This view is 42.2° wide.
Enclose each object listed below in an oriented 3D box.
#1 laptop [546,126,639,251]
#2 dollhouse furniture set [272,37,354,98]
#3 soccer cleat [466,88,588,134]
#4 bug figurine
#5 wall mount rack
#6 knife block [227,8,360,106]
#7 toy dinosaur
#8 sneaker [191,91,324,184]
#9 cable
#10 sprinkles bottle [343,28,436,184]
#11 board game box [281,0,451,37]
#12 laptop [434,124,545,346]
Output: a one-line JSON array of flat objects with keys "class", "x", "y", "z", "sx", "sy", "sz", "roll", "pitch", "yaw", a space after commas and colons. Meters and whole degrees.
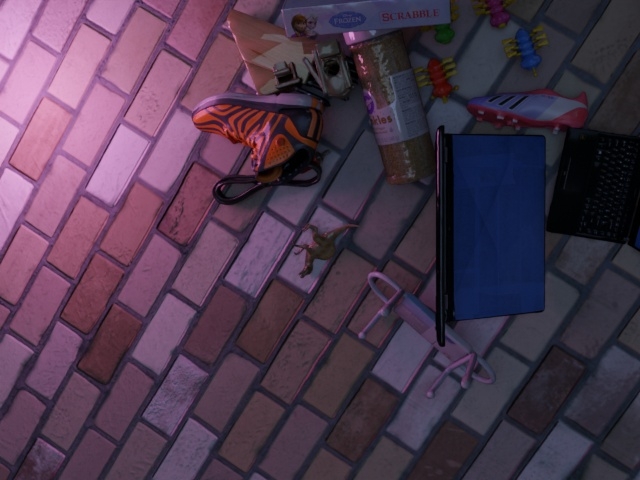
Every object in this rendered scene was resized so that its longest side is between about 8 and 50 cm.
[{"class": "laptop", "x": 0.605, "y": -0.081, "z": 1.653, "sx": 0.264, "sy": 0.136, "sz": 0.234, "roll": 10, "pitch": 114, "yaw": 10}, {"class": "dollhouse furniture set", "x": -0.023, "y": -0.325, "z": 1.673, "sx": 0.161, "sy": 0.182, "sz": 0.101, "roll": -15, "pitch": 95, "yaw": 8}, {"class": "soccer cleat", "x": 0.433, "y": -0.280, "z": 1.735, "sx": 0.248, "sy": 0.083, "sz": 0.095, "roll": 10, "pitch": 81, "yaw": 9}, {"class": "bug figurine", "x": 0.326, "y": -0.416, "z": 1.742, "sx": 0.279, "sy": 0.072, "sz": 0.216, "roll": -15, "pitch": 86, "yaw": 16}, {"class": "wall mount rack", "x": 0.210, "y": 0.207, "z": 1.706, "sx": 0.350, "sy": 0.304, "sz": 0.130, "roll": 41, "pitch": 71, "yaw": 5}, {"class": "knife block", "x": -0.042, "y": -0.411, "z": 1.805, "sx": 0.242, "sy": 0.088, "sz": 0.276, "roll": -23, "pitch": 91, "yaw": 10}, {"class": "toy dinosaur", "x": 0.000, "y": 0.000, "z": 1.861, "sx": 0.092, "sy": 0.053, "sz": 0.183, "roll": 40, "pitch": 109, "yaw": -10}, {"class": "sneaker", "x": -0.151, "y": -0.215, "z": 1.780, "sx": 0.321, "sy": 0.124, "sz": 0.180, "roll": 1, "pitch": 77, "yaw": 30}, {"class": "cable", "x": -0.105, "y": -0.150, "z": 1.871, "sx": 0.287, "sy": 0.072, "sz": 0.139, "roll": -33, "pitch": 101, "yaw": 24}, {"class": "sprinkles bottle", "x": 0.149, "y": -0.299, "z": 1.729, "sx": 0.121, "sy": 0.121, "sz": 0.355, "roll": -15, "pitch": 103, "yaw": 12}, {"class": "board game box", "x": 0.103, "y": -0.523, "z": 1.666, "sx": 0.318, "sy": 0.318, "sz": 0.066, "roll": -2, "pitch": 131, "yaw": 12}, {"class": "laptop", "x": 0.338, "y": -0.020, "z": 1.595, "sx": 0.236, "sy": 0.408, "sz": 0.382, "roll": -1, "pitch": 94, "yaw": 8}]
